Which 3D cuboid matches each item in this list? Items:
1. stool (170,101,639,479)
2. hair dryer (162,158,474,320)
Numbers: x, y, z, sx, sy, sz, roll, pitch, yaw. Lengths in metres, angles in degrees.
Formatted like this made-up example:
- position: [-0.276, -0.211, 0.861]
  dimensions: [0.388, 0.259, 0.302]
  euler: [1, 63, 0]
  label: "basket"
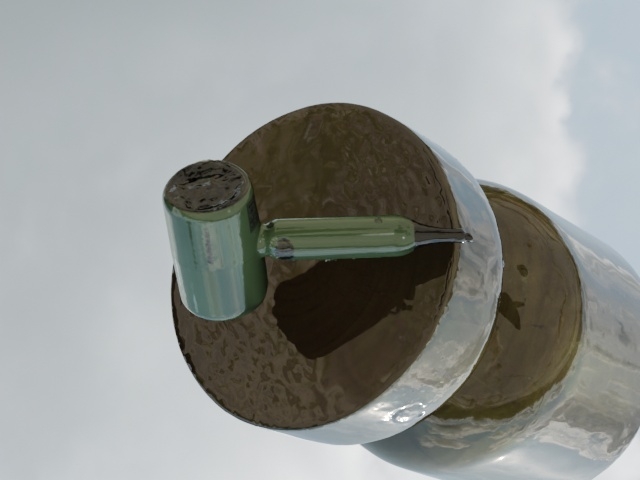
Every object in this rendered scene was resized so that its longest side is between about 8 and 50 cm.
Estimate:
- position: [0.064, 0.044, 1.043]
  dimensions: [0.264, 0.179, 0.179]
  euler: [24, -146, -53]
  label: "stool"
- position: [0.000, 0.000, 0.890]
  dimensions: [0.150, 0.071, 0.047]
  euler: [0, -138, 8]
  label: "hair dryer"
